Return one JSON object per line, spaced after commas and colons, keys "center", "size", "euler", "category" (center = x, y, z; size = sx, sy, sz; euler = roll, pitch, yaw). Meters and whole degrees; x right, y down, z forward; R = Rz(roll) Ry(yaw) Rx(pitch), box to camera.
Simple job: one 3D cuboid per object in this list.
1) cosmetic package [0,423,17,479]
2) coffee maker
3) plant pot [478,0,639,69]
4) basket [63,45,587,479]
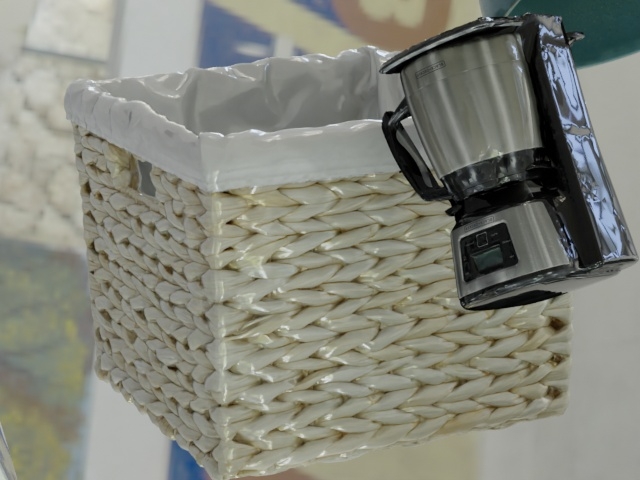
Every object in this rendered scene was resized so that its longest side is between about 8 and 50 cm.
{"center": [-0.243, 0.091, 0.947], "size": [0.085, 0.117, 0.231], "euler": [70, -11, -24], "category": "cosmetic package"}
{"center": [0.141, -0.052, 1.136], "size": [0.120, 0.171, 0.178], "euler": [-28, -103, 61], "category": "coffee maker"}
{"center": [0.247, -0.299, 1.454], "size": [0.195, 0.290, 0.290], "euler": [69, -26, 17], "category": "plant pot"}
{"center": [0.000, 0.000, 1.384], "size": [0.328, 0.331, 0.266], "euler": [26, -58, 61], "category": "basket"}
